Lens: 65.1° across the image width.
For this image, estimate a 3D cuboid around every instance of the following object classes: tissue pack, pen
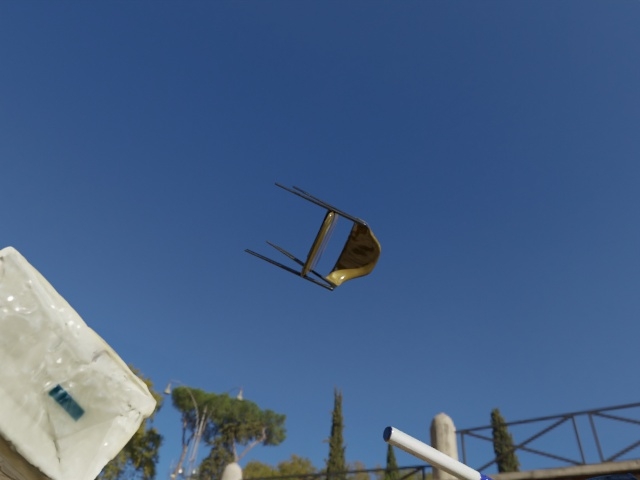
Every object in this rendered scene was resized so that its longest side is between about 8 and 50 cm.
[{"bbox_3d":[-0.231,0.109,0.362,0.196,0.092,0.148,-27,-75,38],"label":"tissue pack"},{"bbox_3d":[0.235,0.424,0.953,0.268,0.033,0.033,30,-47,-9],"label":"pen"}]

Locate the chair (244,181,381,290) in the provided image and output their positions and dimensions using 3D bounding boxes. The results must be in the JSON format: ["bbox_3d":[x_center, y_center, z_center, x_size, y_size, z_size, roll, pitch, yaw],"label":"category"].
[{"bbox_3d":[0.000,0.000,1.071,0.246,0.172,0.159,28,-79,11],"label":"chair"}]

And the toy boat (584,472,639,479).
[{"bbox_3d":[0.244,0.235,0.360,0.060,0.137,0.060,-29,-29,-6],"label":"toy boat"}]
